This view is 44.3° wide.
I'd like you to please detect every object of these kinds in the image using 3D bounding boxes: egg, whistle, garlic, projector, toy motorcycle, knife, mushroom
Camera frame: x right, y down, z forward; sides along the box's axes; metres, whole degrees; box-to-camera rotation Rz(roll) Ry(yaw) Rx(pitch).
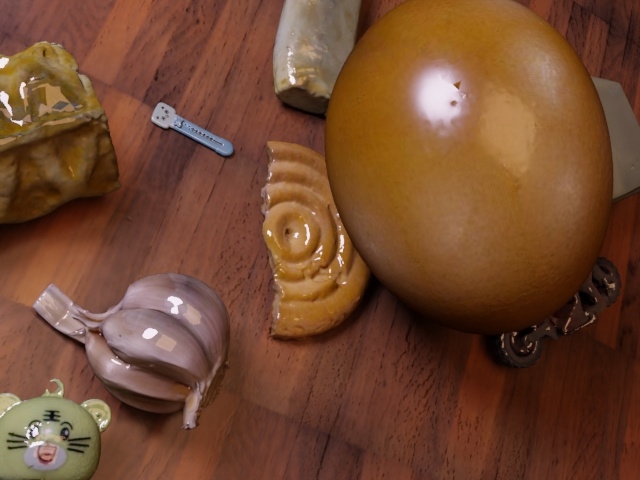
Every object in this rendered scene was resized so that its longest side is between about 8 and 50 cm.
[{"bbox_3d":[0.149,-0.078,0.802,0.282,0.282,0.351,-18,88,-29],"label":"egg"},{"bbox_3d":[-0.237,0.229,0.654,0.105,0.085,0.228,10,71,-20],"label":"whistle"},{"bbox_3d":[-0.169,0.079,0.729,0.194,0.127,0.131,25,29,13],"label":"garlic"},{"bbox_3d":[0.302,-0.121,1.024,0.269,0.088,0.194,-17,82,-29],"label":"projector"},{"bbox_3d":[0.280,0.063,0.962,0.212,0.084,0.118,-30,97,-25],"label":"toy motorcycle"},{"bbox_3d":[-0.137,-0.119,0.854,0.096,0.010,0.027,27,65,-17],"label":"knife"},{"bbox_3d":[0.002,-0.302,0.943,0.099,0.081,0.312,12,74,-19],"label":"mushroom"}]

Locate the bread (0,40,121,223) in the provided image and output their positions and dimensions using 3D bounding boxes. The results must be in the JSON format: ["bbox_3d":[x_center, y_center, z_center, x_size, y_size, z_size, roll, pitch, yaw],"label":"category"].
[{"bbox_3d":[-0.318,-0.078,0.687,0.267,0.130,0.152,-23,94,-30],"label":"bread"}]

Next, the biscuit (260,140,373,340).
[{"bbox_3d":[0.001,0.000,0.872,0.144,0.033,0.224,7,72,-24],"label":"biscuit"}]
